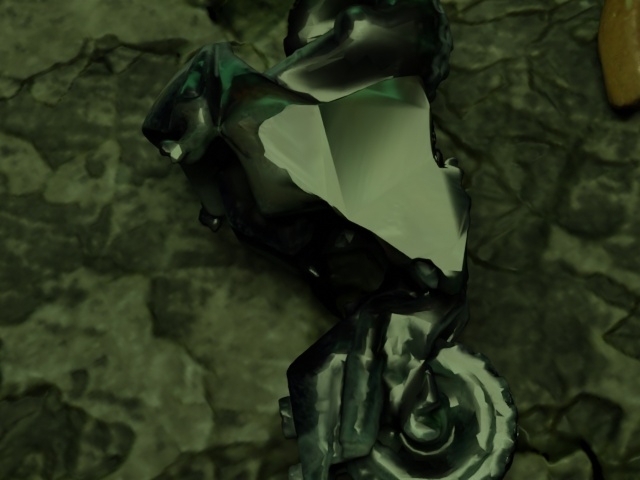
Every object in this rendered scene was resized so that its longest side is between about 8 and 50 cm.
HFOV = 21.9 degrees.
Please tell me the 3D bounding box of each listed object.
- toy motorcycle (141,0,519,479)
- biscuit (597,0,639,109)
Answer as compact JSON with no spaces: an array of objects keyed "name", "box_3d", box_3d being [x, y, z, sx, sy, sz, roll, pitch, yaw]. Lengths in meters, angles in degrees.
[{"name":"toy motorcycle","box_3d":[0.000,0.000,0.774,0.159,0.106,0.270,-8,74,5]},{"name":"biscuit","box_3d":[0.253,-0.137,0.857,0.224,0.033,0.144,-5,64,1]}]
